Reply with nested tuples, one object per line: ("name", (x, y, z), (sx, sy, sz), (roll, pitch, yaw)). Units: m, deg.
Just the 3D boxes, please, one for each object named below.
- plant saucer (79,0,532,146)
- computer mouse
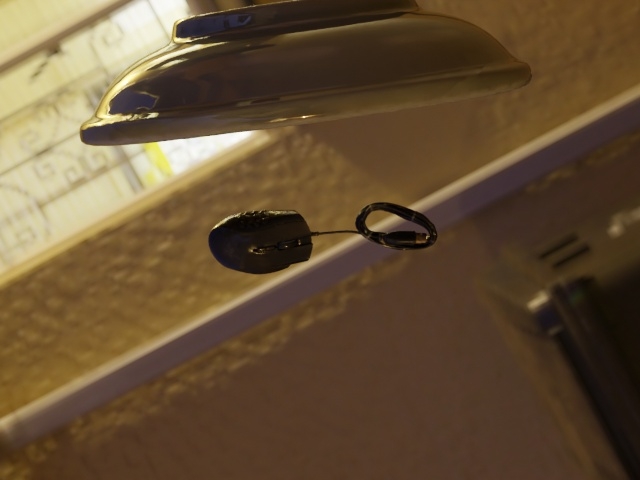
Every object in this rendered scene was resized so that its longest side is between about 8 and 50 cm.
("plant saucer", (-0.018, -0.159, 1.340), (0.400, 0.400, 0.100), (-93, -5, -83))
("computer mouse", (0.000, 0.000, 1.584), (0.041, 0.242, 0.071), (-72, -26, -65))
